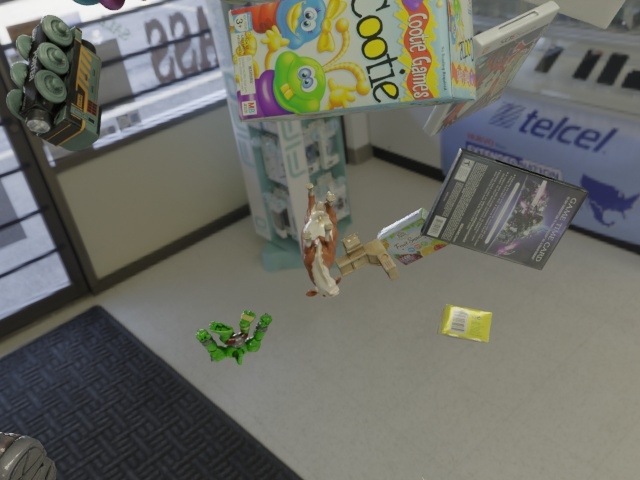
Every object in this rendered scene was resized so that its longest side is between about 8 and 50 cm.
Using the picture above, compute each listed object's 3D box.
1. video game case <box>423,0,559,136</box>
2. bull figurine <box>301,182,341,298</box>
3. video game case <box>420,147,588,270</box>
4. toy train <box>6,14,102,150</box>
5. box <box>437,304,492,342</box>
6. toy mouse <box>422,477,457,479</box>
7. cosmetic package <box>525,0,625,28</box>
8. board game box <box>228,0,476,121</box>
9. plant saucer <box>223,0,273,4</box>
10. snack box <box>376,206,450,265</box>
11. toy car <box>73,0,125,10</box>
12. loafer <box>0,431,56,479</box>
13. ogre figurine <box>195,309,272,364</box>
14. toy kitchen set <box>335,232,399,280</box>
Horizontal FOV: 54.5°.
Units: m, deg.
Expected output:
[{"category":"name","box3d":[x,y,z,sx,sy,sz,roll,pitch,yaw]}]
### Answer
[{"category":"video game case","box3d":[0.262,-0.263,0.969,0.183,0.201,0.023,-31,72,-27]},{"category":"bull figurine","box3d":[0.000,0.000,1.623,0.101,0.188,0.310,-3,48,-2]},{"category":"video game case","box3d":[0.367,-0.057,1.251,0.274,0.196,0.026,16,29,-10]},{"category":"toy train","box3d":[-0.600,-0.366,1.440,0.142,0.190,0.333,-23,57,24]},{"category":"box","box3d":[0.276,0.163,1.207,0.088,0.058,0.232,9,-6,11]},{"category":"toy mouse","box3d":[0.275,0.546,1.271,0.143,0.160,0.031,-4,8,-6]},{"category":"cosmetic package","box3d":[0.410,-0.499,0.990,0.225,0.224,0.138,17,53,-3]},{"category":"board game box","box3d":[0.043,-0.234,0.788,0.276,0.142,0.144,-1,10,25]},{"category":"plant saucer","box3d":[-0.244,-0.641,1.429,0.401,0.100,0.400,24,31,-15]},{"category":"snack box","box3d":[0.207,-0.007,1.374,0.141,0.100,0.037,-32,30,43]},{"category":"toy car","box3d":[-0.296,-0.397,0.894,0.182,0.159,0.136,-12,69,5]},{"category":"loafer","box3d":[-0.477,0.363,0.952,0.095,0.302,0.109,25,48,3]},{"category":"ogre figurine","box3d":[-0.229,0.263,1.649,0.197,0.118,0.097,-25,44,-38]},{"category":"toy kitchen set","box3d":[0.073,0.035,1.037,0.083,0.068,0.075,-27,46,-2]}]
